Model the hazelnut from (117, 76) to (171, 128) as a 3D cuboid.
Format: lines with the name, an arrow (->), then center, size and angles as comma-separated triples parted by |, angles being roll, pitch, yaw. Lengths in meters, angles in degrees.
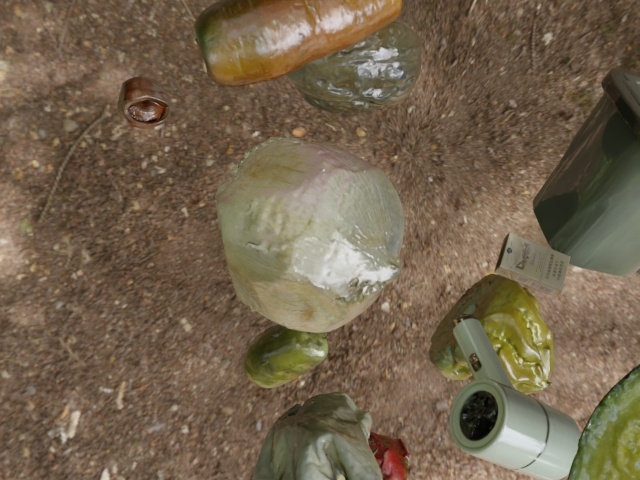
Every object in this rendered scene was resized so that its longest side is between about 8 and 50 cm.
hazelnut -> -0.269, -0.210, 1.016 | 0.086, 0.086, 0.086 | 1, 97, 8

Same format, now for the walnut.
walnut -> 0.057, -0.292, 1.102 | 0.230, 0.178, 0.178 | -12, 96, -12

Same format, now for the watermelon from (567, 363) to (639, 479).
watermelon -> 0.389, 0.238, 0.538 | 0.331, 0.189, 0.330 | -9, 77, 42

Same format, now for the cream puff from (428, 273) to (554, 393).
cream puff -> 0.448, 0.260, 1.674 | 0.257, 0.324, 0.291 | 42, 60, 0

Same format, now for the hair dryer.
hair dryer -> 0.310, 0.252, 1.213 | 0.203, 0.362, 0.128 | 26, 117, -27

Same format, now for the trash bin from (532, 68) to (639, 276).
trash bin -> 0.474, -0.089, 1.024 | 0.219, 0.219, 0.250 | 13, 133, -17

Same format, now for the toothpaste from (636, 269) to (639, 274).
toothpaste -> 0.591, 0.049, 1.207 | 0.052, 0.218, 0.033 | -6, 101, -1

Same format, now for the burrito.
burrito -> -0.014, 0.305, 0.920 | 0.190, 0.332, 0.135 | -26, 84, 0

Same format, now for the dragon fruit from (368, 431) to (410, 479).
dragon fruit -> 0.103, 0.550, 1.614 | 0.211, 0.262, 0.134 | 29, 134, -16

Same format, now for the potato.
potato -> -0.120, 0.301, 1.809 | 0.272, 0.111, 0.160 | -32, 63, 27

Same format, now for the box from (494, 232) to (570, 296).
box -> 0.265, 0.030, 0.830 | 0.083, 0.024, 0.053 | 22, 63, 6

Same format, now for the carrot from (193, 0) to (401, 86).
carrot -> -0.019, -0.201, 0.613 | 0.193, 0.087, 0.087 | -22, 94, -10

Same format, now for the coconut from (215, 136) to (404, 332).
coconut -> 0.000, 0.000, 1.366 | 0.405, 0.404, 0.404 | 1, 97, 8
